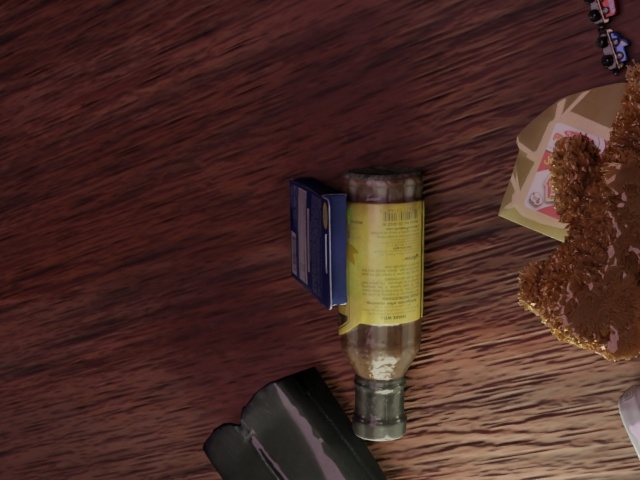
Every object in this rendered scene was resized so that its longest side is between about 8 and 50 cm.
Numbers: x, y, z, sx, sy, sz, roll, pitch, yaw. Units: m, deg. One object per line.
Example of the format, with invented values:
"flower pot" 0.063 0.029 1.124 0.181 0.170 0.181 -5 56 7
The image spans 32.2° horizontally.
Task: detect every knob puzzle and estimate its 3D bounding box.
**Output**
"knob puzzle" 0.319 -0.088 1.276 0.213 0.030 0.213 2 95 19

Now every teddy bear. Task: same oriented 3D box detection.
"teddy bear" 0.355 -0.036 1.209 0.245 0.113 0.338 11 91 10

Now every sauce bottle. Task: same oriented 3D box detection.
"sauce bottle" 0.076 0.081 1.402 0.111 0.111 0.345 5 100 29

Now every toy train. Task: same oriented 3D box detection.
"toy train" 0.319 -0.264 1.249 0.036 0.027 0.158 -16 90 21

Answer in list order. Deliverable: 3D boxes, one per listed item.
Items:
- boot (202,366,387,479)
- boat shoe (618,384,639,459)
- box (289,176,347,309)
"boot" -0.025 0.446 1.503 0.367 0.146 0.445 -41 82 19
"boat shoe" 0.440 0.291 1.234 0.094 0.109 0.302 -32 80 29
"box" 0.000 0.000 1.390 0.036 0.225 0.137 -3 100 -12
